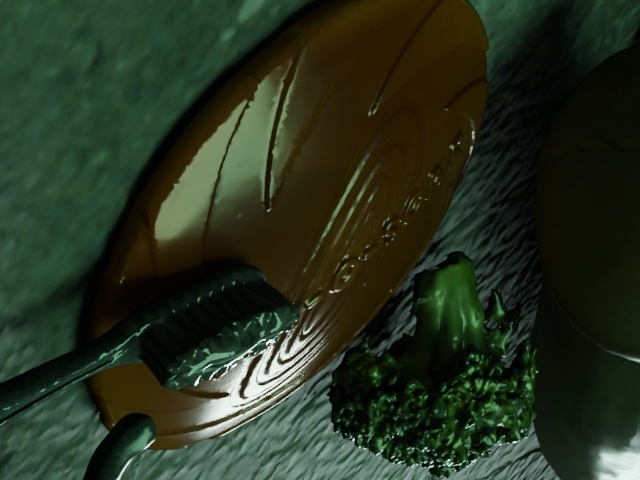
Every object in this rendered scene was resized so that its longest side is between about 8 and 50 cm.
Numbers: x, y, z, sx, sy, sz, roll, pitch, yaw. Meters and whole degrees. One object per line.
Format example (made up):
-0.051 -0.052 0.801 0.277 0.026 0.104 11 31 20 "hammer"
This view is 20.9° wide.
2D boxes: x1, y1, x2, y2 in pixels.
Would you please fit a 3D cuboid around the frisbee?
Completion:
0.000 0.000 0.594 0.192 0.035 0.192 -40 153 -26 "frisbee"

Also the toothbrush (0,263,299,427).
-0.135 0.076 0.453 0.321 0.031 0.023 -26 133 -31 "toothbrush"

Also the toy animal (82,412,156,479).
-0.147 0.167 0.509 0.269 0.082 0.137 -38 153 -26 "toy animal"

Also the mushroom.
0.163 0.044 0.803 0.154 0.137 0.407 -17 157 8 "mushroom"

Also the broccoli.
0.047 0.052 0.711 0.097 0.092 0.095 -8 -179 -7 "broccoli"
